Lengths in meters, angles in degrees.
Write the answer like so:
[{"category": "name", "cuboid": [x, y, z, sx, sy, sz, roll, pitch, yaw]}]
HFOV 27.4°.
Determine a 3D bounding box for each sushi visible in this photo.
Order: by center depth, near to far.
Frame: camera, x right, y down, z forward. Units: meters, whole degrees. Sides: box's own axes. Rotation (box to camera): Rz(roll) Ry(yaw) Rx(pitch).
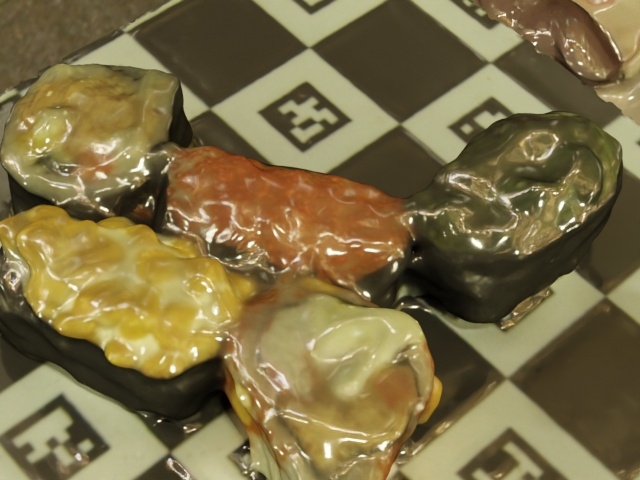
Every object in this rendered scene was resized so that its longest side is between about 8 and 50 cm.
[{"category": "sushi", "cuboid": [0.000, 0.000, 0.526, 0.343, 0.359, 0.064, 43, 151, 23]}]

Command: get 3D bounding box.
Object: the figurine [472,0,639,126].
[{"category": "figurine", "cuboid": [0.243, -0.150, 0.962, 0.381, 0.248, 0.203, -23, 111, 24]}]
